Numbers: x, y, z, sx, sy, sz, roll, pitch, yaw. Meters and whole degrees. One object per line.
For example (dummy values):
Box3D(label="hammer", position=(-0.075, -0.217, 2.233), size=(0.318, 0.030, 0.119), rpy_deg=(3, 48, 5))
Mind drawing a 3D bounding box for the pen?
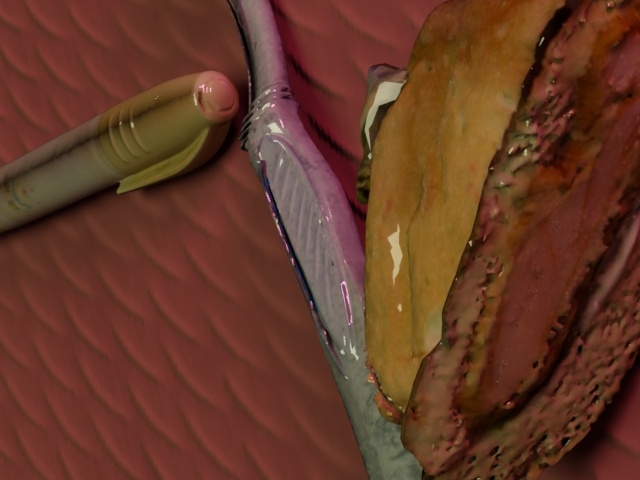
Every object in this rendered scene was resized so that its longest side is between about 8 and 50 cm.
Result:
Box3D(label="pen", position=(-0.108, -0.029, 0.817), size=(0.233, 0.032, 0.040), rpy_deg=(-21, 92, 50))

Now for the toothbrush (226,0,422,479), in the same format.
Box3D(label="toothbrush", position=(0.000, 0.000, 0.670), size=(0.035, 0.042, 0.413), rpy_deg=(-46, 53, 37))

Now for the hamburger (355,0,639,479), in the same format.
Box3D(label="hamburger", position=(0.060, -0.018, 0.565), size=(0.102, 0.087, 0.176), rpy_deg=(-132, 52, -57))
